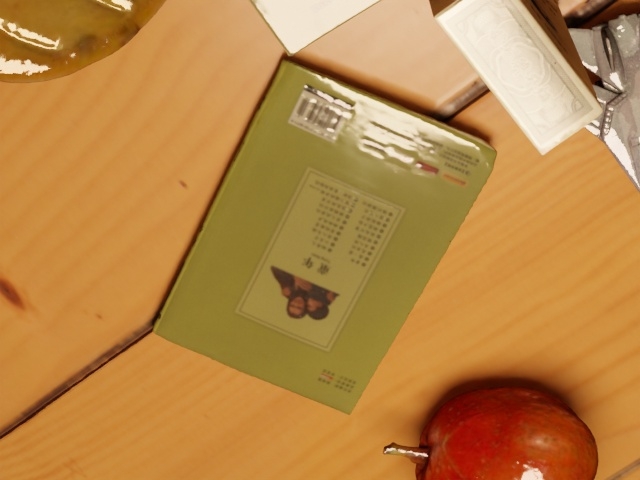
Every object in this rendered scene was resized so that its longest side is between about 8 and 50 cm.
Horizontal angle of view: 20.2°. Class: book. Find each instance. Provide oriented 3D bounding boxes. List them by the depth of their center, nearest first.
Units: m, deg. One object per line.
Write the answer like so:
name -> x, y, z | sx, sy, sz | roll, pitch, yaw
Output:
book -> -0.014, -0.290, 1.706 | 0.168, 0.013, 0.192 | -30, 115, 15
book -> 0.000, 0.000, 1.853 | 0.239, 0.035, 0.352 | 23, 116, -10

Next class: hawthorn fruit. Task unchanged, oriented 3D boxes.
hawthorn fruit -> 0.177, 0.244, 1.903 | 0.226, 0.196, 0.196 | 12, 118, 3

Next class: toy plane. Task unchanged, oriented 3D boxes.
toy plane -> 0.328, -0.099, 1.765 | 0.212, 0.088, 0.267 | -15, 112, 9

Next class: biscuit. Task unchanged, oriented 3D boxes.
biscuit -> -0.247, -0.253, 1.661 | 0.260, 0.041, 0.203 | -13, 94, -19

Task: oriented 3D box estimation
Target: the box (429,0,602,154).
box -> 0.163, -0.204, 1.616 | 0.069, 0.256, 0.164 | -35, 113, 15
